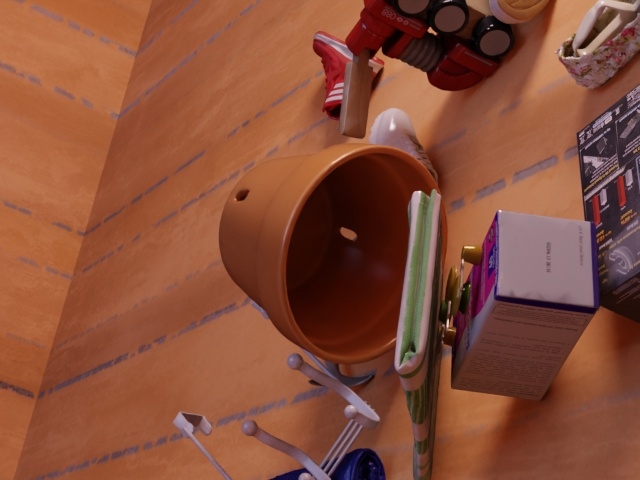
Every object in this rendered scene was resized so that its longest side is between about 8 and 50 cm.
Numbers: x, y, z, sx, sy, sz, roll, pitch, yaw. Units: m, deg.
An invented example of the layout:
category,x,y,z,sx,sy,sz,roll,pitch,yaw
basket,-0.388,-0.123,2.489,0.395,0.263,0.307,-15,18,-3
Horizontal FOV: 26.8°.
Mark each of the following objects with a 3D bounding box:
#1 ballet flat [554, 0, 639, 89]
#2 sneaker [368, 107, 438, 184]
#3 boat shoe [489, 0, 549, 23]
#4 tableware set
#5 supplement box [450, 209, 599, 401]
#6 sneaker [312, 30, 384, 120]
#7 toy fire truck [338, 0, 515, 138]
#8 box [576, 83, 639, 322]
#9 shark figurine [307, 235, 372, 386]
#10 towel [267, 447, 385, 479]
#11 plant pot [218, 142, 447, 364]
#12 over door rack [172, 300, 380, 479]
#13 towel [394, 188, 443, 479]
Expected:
category,x,y,z,sx,sy,sz,roll,pitch,yaw
ballet flat,0.375,-0.279,1.617,0.241,0.077,0.091,-51,28,29
sneaker,0.129,-0.100,1.962,0.095,0.090,0.235,-31,49,40
boat shoe,0.278,-0.400,1.901,0.096,0.098,0.277,-33,31,51
tableware set,0.155,0.065,1.504,0.154,0.024,0.104,101,179,-48
supplement box,0.221,0.076,1.485,0.220,0.114,0.111,102,174,-56
sneaker,0.019,-0.282,2.321,0.128,0.087,0.221,-63,24,5
toy fire truck,0.131,-0.263,1.924,0.246,0.217,0.158,-50,30,32
box,0.402,-0.090,1.400,0.307,0.076,0.242,-42,35,43
shark figurine,0.010,0.099,1.981,0.166,0.116,0.278,-24,46,58
towel,-0.023,0.416,1.827,0.308,0.076,0.227,-29,37,54
plant pot,0.000,0.000,1.816,0.203,0.291,0.291,19,86,48
over door rack,-0.083,0.240,1.827,0.239,0.108,0.324,-56,40,10
towel,0.120,0.123,1.602,0.325,0.038,0.248,80,-166,-58
